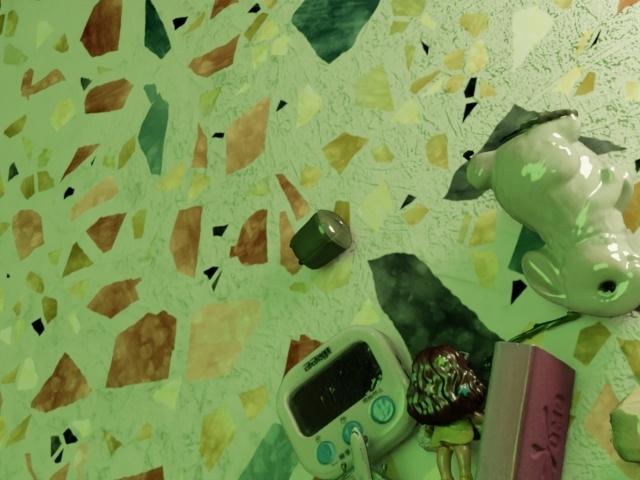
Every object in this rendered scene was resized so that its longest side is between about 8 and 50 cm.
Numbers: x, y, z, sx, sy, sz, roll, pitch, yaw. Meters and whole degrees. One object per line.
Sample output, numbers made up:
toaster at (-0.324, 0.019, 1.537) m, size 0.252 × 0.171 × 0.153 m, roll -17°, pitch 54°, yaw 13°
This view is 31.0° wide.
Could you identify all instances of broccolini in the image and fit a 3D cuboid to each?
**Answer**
broccolini at (0.356, 0.166, 1.984) m, size 0.194 × 0.054 × 0.052 m, roll -39°, pitch 34°, yaw 13°

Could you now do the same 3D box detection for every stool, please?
stool at (0.000, 0.000, 2.272) m, size 0.110 × 0.096 × 0.096 m, roll -39°, pitch 53°, yaw 23°

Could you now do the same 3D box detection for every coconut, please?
coconut at (0.502, 0.283, 1.790) m, size 0.110 × 0.110 × 0.124 m, roll -8°, pitch 74°, yaw 33°

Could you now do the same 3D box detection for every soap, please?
soap at (0.330, 0.305, 1.853) m, size 0.081 × 0.181 × 0.259 m, roll 1°, pitch 70°, yaw 35°

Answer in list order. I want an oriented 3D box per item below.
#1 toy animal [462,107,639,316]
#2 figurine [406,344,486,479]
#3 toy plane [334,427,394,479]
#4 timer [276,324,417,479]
toy animal at (0.412, -0.027, 1.945) m, size 0.258 × 0.194 × 0.357 m, roll -21°, pitch 68°, yaw 16°
figurine at (0.219, 0.297, 1.960) m, size 0.174 × 0.116 × 0.240 m, roll -16°, pitch 81°, yaw 29°
toy plane at (0.079, 0.429, 2.003) m, size 0.226 × 0.058 × 0.226 m, roll -4°, pitch 96°, yaw 25°
timer at (0.053, 0.297, 2.110) m, size 0.262 × 0.087 × 0.237 m, roll -39°, pitch 54°, yaw 15°
